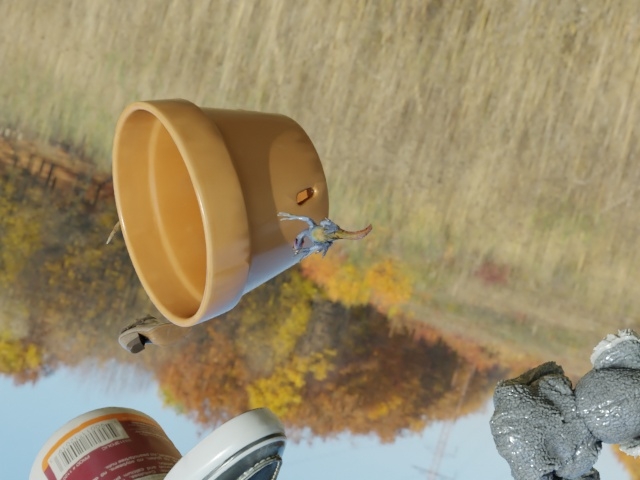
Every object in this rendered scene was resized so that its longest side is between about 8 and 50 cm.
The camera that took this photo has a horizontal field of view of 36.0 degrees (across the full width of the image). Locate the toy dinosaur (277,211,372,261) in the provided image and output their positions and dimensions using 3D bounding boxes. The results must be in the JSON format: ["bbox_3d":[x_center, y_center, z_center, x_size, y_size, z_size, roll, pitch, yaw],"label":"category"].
[{"bbox_3d":[0.000,0.000,0.981,0.090,0.047,0.082,7,-179,-5],"label":"toy dinosaur"}]

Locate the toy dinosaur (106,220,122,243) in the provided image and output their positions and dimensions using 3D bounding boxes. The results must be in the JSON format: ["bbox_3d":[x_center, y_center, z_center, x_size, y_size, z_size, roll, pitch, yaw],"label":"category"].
[{"bbox_3d":[-0.219,-0.054,1.434,0.211,0.064,0.112,-8,-159,-21],"label":"toy dinosaur"}]

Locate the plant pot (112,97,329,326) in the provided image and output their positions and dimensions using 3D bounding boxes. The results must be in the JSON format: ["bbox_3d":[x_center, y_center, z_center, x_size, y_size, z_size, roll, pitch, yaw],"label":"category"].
[{"bbox_3d":[-0.124,-0.052,1.295,0.203,0.291,0.291,-14,-164,-30],"label":"plant pot"}]

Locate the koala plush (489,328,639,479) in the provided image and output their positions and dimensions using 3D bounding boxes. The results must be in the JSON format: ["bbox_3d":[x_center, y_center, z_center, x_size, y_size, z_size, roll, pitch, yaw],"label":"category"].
[{"bbox_3d":[0.358,0.235,1.315,0.221,0.196,0.203,-25,158,26],"label":"koala plush"}]

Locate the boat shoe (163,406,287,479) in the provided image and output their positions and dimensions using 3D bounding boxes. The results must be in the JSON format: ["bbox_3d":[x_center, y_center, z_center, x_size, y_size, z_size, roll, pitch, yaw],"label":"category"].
[{"bbox_3d":[-0.111,0.313,1.010,0.121,0.335,0.119,-5,-135,-46],"label":"boat shoe"}]

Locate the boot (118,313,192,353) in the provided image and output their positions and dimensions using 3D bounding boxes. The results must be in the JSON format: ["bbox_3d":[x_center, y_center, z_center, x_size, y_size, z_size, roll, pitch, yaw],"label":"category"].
[{"bbox_3d":[-0.271,0.143,1.596,0.118,0.042,0.087,-19,-156,-9],"label":"boot"}]

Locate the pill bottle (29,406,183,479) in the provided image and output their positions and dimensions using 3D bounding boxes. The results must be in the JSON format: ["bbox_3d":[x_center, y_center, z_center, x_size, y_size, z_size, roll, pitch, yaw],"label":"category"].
[{"bbox_3d":[-0.241,0.419,1.356,0.224,0.224,0.392,17,-167,-37],"label":"pill bottle"}]
